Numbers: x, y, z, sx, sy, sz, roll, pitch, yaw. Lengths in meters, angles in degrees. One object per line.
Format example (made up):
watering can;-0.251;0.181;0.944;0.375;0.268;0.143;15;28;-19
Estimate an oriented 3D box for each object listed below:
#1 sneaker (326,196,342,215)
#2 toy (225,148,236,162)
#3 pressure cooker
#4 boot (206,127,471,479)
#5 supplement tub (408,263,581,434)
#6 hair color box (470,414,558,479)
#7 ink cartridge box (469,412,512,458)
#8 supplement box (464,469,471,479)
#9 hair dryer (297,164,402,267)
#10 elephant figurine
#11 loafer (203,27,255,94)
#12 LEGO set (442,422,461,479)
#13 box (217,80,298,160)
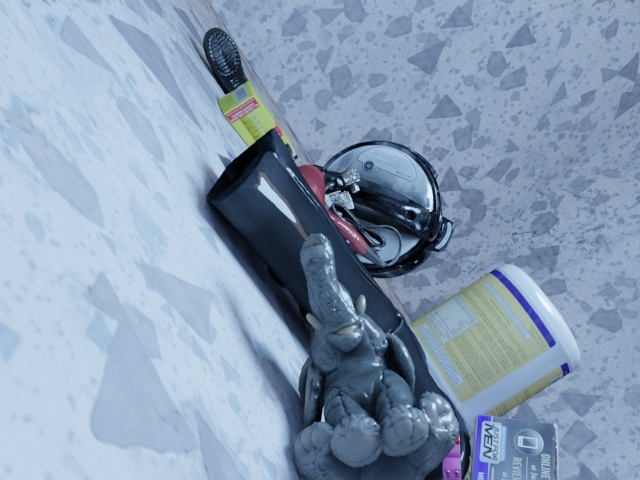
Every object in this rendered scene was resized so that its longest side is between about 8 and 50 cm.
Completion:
sneaker;-0.031;-0.071;1.244;0.237;0.086;0.085;42;-37;32
toy;-0.103;-0.103;1.138;0.137;0.056;0.237;61;7;3
pressure cooker;0.164;-0.078;1.699;0.420;0.369;0.376;28;42;-76
boot;0.019;0.086;0.833;0.445;0.146;0.367;58;4;-22
supplement tub;0.298;0.226;1.187;0.241;0.331;0.241;57;3;-5
hair color box;0.261;0.402;0.833;0.339;0.109;0.185;75;25;-46
ink cartridge box;0.272;0.340;1.355;0.289;0.211;0.121;65;7;33
supplement box;0.329;0.565;1.465;0.083;0.056;0.083;60;7;4
hair dryer;0.021;-0.045;1.099;0.293;0.080;0.224;-13;62;-40
elephant figurine;0.040;0.145;0.663;0.169;0.186;0.240;17;31;-29
loafer;-0.237;-0.422;1.517;0.078;0.080;0.220;31;-29;50
LEGO set;0.119;0.334;0.693;0.093;0.086;0.228;-42;129;-74
box;-0.139;-0.256;1.408;0.232;0.087;0.058;53;9;-51
